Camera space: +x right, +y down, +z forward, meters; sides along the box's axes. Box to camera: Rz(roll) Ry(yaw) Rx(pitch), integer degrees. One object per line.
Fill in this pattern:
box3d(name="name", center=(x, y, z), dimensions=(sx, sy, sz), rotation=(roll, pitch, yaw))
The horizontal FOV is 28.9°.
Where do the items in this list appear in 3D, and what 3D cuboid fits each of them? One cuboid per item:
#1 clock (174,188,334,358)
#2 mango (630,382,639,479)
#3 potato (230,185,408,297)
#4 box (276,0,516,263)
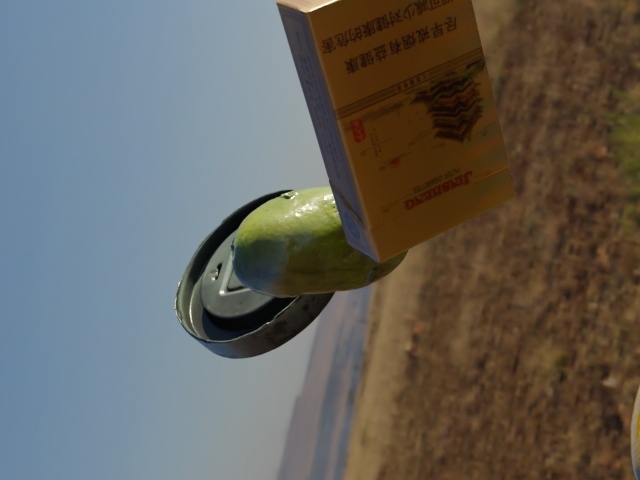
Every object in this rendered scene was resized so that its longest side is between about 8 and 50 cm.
box3d(name="clock", center=(-0.100, 0.055, 2.120), dimensions=(0.067, 0.325, 0.325), rotation=(49, -139, -36))
box3d(name="mango", center=(0.370, 0.115, 1.079), dimensions=(0.317, 0.173, 0.211), rotation=(-54, -19, -20))
box3d(name="potato", center=(0.000, 0.000, 1.718), dimensions=(0.186, 0.253, 0.148), rotation=(-178, 82, -67))
box3d(name="box", center=(0.080, -0.136, 1.237), dimensions=(0.076, 0.174, 0.274), rotation=(38, 149, 60))
